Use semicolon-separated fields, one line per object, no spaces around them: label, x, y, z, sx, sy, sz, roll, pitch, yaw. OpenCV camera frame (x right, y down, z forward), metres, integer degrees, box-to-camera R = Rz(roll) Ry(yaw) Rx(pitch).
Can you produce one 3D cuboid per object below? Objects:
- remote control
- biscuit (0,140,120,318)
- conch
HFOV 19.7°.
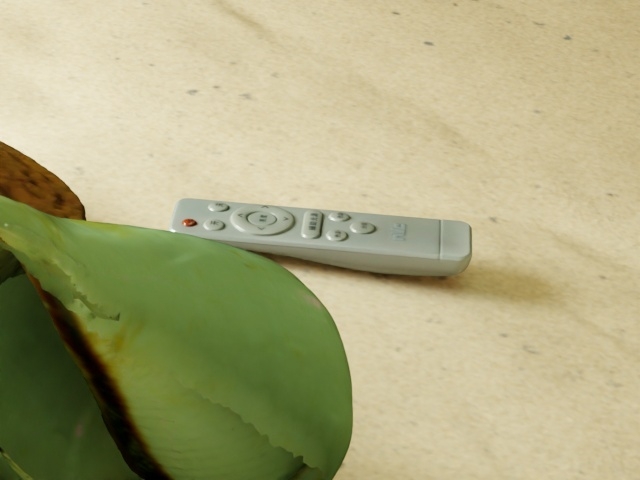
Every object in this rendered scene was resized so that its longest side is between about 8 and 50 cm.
remote control;0.000;0.000;1.126;0.184;0.027;0.050;6;28;2
biscuit;-0.245;-0.003;0.953;0.314;0.063;0.367;21;15;0
conch;-0.093;0.066;0.823;0.250;0.143;0.137;5;64;-51
